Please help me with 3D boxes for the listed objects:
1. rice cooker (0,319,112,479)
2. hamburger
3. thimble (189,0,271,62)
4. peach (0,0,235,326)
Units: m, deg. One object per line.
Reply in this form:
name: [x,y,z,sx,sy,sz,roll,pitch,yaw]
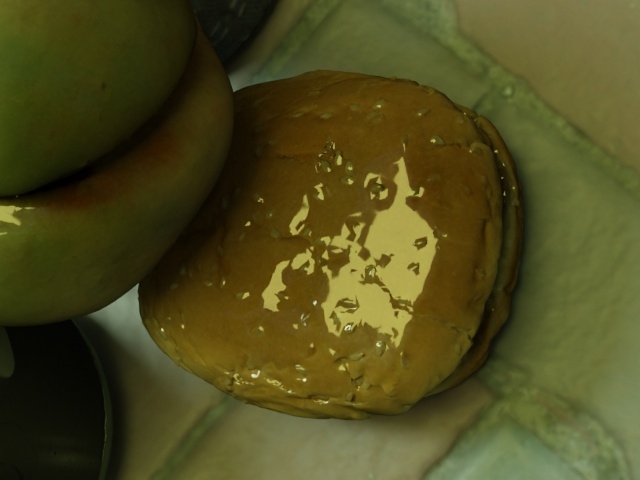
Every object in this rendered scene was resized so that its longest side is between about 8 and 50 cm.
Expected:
rice cooker: [-0.331,0.139,1.245,0.288,0.277,0.288,-6,77,25]
hamburger: [0.001,0.001,1.201,0.283,0.145,0.259,-1,81,30]
thimble: [-0.148,-0.252,1.305,0.205,0.172,0.236,21,90,29]
peach: [-0.196,-0.092,1.101,0.248,0.292,0.292,-5,77,28]
